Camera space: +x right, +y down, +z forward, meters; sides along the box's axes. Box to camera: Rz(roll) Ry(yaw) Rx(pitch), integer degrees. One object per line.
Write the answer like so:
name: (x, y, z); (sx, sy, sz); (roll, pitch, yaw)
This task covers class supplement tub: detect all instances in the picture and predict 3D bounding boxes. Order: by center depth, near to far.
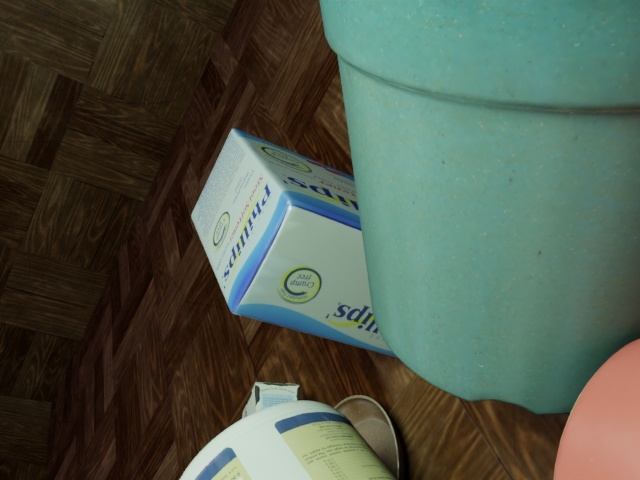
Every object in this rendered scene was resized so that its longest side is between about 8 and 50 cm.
supplement tub: (0.014, 0.331, 0.616); (0.316, 0.228, 0.228); (42, 111, 45)

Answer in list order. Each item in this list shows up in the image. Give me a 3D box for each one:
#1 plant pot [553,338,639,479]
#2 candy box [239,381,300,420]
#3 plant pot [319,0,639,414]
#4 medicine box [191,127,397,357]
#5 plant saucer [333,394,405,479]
plant pot: (0.269, 0.151, 0.312); (0.243, 0.275, 0.274); (176, 111, -71)
candy box: (-0.073, 0.344, 0.936); (0.159, 0.071, 0.233); (114, 157, -46)
plant pot: (0.161, -0.078, 0.485); (0.341, 0.341, 0.334); (-116, 18, -54)
medicine box: (0.000, 0.000, 0.855); (0.149, 0.264, 0.289); (-64, 28, 14)
plant saucer: (0.048, 0.297, 0.825); (0.199, 0.036, 0.198); (-39, 41, 46)
